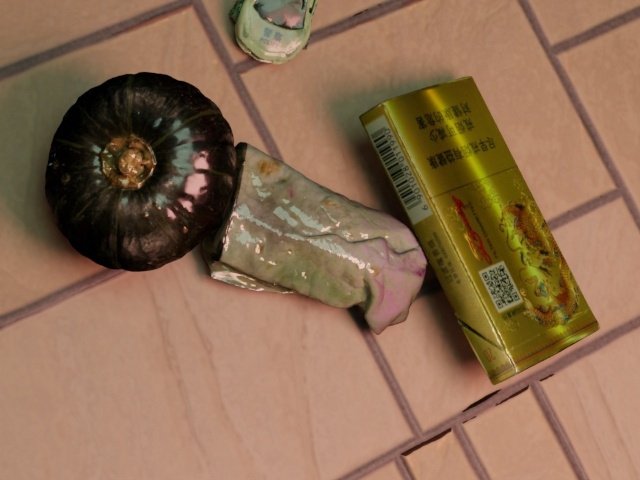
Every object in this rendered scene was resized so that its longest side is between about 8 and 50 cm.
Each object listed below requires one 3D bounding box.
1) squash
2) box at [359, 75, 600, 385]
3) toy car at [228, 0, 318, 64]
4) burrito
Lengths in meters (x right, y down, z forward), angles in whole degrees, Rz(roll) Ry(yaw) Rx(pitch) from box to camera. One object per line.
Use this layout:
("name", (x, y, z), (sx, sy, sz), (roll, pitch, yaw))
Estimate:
("squash", (-0.173, -0.065, 1.819), (0.193, 0.156, 0.193), (-4, 62, 7))
("box", (0.169, -0.016, 1.972), (0.173, 0.043, 0.311), (-22, 83, -49))
("toy car", (-0.032, -0.274, 1.993), (0.093, 0.058, 0.186), (23, 67, -16))
("burrito", (0.000, 0.000, 1.913), (0.229, 0.089, 0.144), (20, 71, -13))
